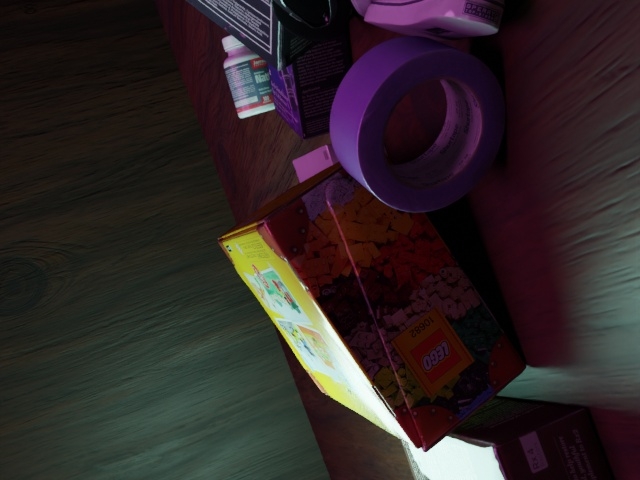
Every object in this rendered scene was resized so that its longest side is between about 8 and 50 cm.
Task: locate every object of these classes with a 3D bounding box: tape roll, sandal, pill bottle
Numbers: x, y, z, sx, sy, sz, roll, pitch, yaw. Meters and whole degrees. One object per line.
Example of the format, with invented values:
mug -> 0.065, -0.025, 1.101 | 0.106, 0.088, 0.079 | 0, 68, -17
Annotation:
tape roll -> 0.112, -0.133, 0.873 | 0.080, 0.189, 0.189 | -131, 26, -56
sandal -> -0.025, -0.317, 0.944 | 0.254, 0.097, 0.054 | 45, -154, -66
pill bottle -> -0.158, -0.376, 1.713 | 0.108, 0.108, 0.180 | -162, 54, -72

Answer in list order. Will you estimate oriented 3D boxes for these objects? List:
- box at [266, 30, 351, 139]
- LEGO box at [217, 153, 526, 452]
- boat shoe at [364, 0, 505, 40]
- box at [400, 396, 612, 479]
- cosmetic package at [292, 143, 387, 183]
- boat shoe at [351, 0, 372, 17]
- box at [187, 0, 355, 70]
box -> -0.022, -0.303, 1.308 | 0.153, 0.108, 0.207 | -129, 24, -54
LEGO box -> 0.042, 0.085, 1.215 | 0.372, 0.193, 0.500 | 56, 167, -7
boat shoe -> 0.125, -0.279, 0.851 | 0.267, 0.096, 0.088 | -136, 58, -73
box -> 0.248, 0.329, 1.062 | 0.381, 0.143, 0.191 | 148, 103, -77
cosmetic package -> 0.030, -0.141, 1.343 | 0.239, 0.099, 0.060 | 179, 70, -75
boat shoe -> 0.055, -0.368, 0.913 | 0.302, 0.094, 0.109 | 36, -146, -72
box -> -0.097, -0.461, 1.077 | 0.296, 0.183, 0.294 | 40, 155, 18
